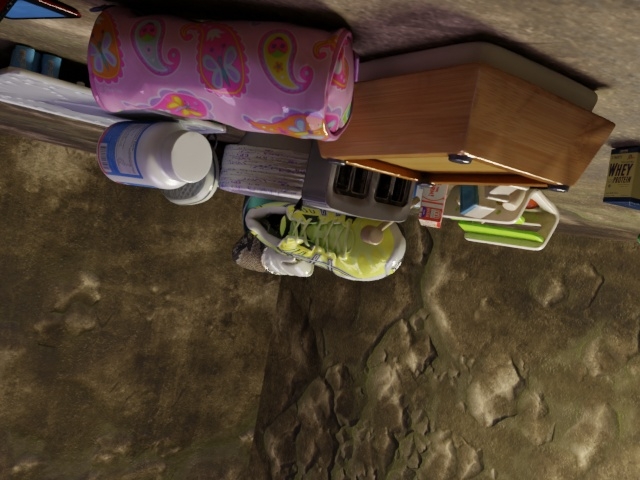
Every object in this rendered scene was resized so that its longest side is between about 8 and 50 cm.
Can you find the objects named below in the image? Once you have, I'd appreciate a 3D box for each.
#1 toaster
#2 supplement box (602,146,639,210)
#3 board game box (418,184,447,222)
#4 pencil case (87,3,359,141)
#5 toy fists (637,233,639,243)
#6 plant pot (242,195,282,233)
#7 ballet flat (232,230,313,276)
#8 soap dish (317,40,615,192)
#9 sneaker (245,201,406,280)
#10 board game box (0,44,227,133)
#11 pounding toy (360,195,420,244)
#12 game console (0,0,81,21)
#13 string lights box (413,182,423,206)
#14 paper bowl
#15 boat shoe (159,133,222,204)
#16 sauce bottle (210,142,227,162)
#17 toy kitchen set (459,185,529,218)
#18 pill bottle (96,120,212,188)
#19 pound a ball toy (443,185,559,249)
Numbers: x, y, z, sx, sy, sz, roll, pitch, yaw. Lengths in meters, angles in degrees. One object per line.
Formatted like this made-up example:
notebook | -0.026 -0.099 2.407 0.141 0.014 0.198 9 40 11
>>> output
toaster | 0.064 -0.115 1.113 0.168 0.186 0.110 10 -176 -24
supplement box | 0.484 -0.091 1.006 0.083 0.083 0.056 10 180 -20
board game box | 0.232 -0.104 1.341 0.045 0.147 0.193 10 -179 11
pencil case | -0.104 -0.181 0.708 0.284 0.124 0.124 11 180 15
toy fists | 0.842 0.000 1.522 0.279 0.142 0.096 10 180 -26
plant pot | -0.067 -0.116 1.734 0.290 0.290 0.195 10 -144 -20
ballet flat | 0.002 -0.020 1.579 0.482 0.182 0.164 -28 136 11
soap dish | 0.150 -0.133 0.787 0.228 0.118 0.290 10 179 -36
sneaker | 0.000 0.000 1.372 0.384 0.145 0.147 8 180 40
board game box | -0.433 -0.269 1.261 0.390 0.050 0.390 9 180 -40
pounding toy | 0.091 -0.098 1.252 0.181 0.206 0.094 10 180 -29
game console | -0.373 -0.243 0.760 0.144 0.124 0.085 9 153 30
string lights box | 0.208 -0.144 1.933 0.259 0.077 0.133 10 -179 27
paper bowl | -0.060 -0.154 1.377 0.284 0.148 0.284 10 179 0
boat shoe | -0.324 -0.190 1.613 0.156 0.187 0.500 4 -172 -29
sauce bottle | -0.304 -0.219 1.851 0.344 0.111 0.111 8 179 40
toy kitchen set | 0.240 -0.137 1.071 0.166 0.122 0.207 10 160 -16
pill bottle | -0.305 -0.159 1.233 0.221 0.124 0.124 10 180 40
pound a ball toy | 0.434 -0.095 1.636 0.208 0.136 0.319 39 166 -27
